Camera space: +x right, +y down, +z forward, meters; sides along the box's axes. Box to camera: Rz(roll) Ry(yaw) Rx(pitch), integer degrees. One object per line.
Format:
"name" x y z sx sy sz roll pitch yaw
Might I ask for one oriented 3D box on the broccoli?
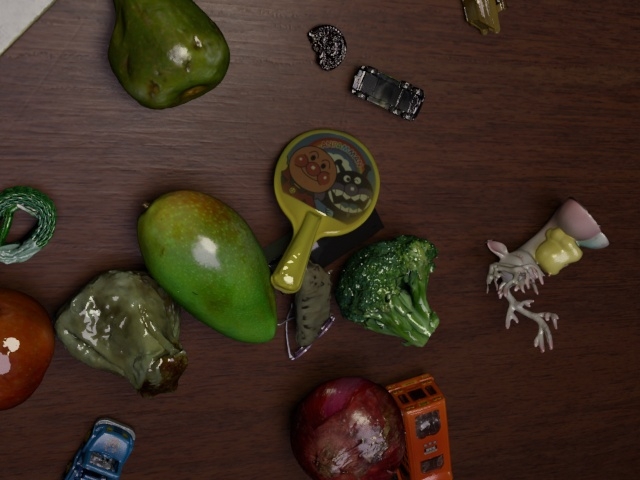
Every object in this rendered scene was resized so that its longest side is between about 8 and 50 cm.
"broccoli" 0.164 0.109 1.445 0.245 0.294 0.265 49 118 3

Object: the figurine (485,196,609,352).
"figurine" 0.516 0.058 1.549 0.315 0.284 0.206 -42 116 12

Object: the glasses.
"glasses" -0.049 0.195 1.521 0.104 0.062 0.140 44 90 -5

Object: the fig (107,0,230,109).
"fig" -0.290 -0.379 1.164 0.206 0.206 0.275 -26 92 -9

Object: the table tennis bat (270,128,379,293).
"table tennis bat" -0.010 -0.065 1.350 0.224 0.054 0.369 26 72 -8

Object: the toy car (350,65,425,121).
"toy car" 0.138 -0.310 1.387 0.165 0.062 0.071 18 101 -24

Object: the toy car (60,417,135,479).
"toy car" -0.482 0.491 1.429 0.097 0.100 0.191 30 92 -22

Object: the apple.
"apple" -0.613 0.198 1.215 0.229 0.230 0.230 -6 111 -17

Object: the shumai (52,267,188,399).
"shumai" -0.378 0.180 1.287 0.260 0.222 0.225 18 102 -24

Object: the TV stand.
"TV stand" 0.000 0.000 1.439 0.269 0.083 0.088 -34 115 -7

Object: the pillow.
"pillow" -0.012 0.132 1.427 0.093 0.051 0.241 -18 128 -24

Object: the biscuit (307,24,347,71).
"biscuit" 0.012 -0.389 1.334 0.089 0.027 0.087 18 101 -25

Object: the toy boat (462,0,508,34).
"toy boat" 0.334 -0.543 1.377 0.088 0.068 0.226 -26 112 -15

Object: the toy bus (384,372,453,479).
"toy bus" 0.252 0.511 1.670 0.142 0.153 0.330 -14 115 -13

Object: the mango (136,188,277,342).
"mango" -0.206 0.061 1.309 0.225 0.201 0.382 -15 122 32

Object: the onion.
"onion" 0.062 0.447 1.517 0.276 0.276 0.277 -6 111 -17

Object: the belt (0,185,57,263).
"belt" -0.563 -0.024 1.229 0.121 0.079 0.151 36 95 -27

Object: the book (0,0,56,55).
"book" -0.530 -0.497 1.099 0.352 0.035 0.239 -44 115 0
